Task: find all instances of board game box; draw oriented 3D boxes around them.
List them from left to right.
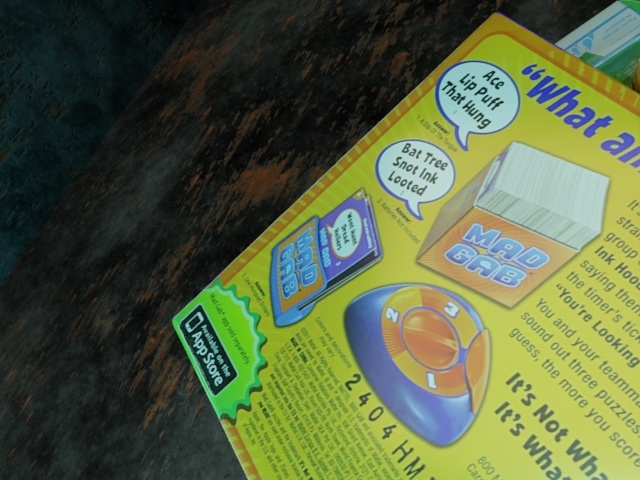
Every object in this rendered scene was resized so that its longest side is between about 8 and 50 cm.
[{"bbox_3d":[0.173,0.120,0.461,0.356,0.356,0.356,-43,55,8],"label":"board game box"}]

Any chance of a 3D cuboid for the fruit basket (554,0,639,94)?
[{"bbox_3d":[0.479,-0.197,0.775,0.327,0.165,0.353,-34,45,10],"label":"fruit basket"}]
